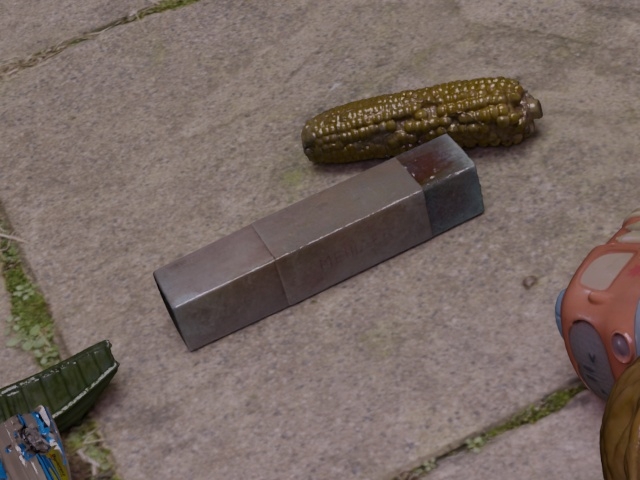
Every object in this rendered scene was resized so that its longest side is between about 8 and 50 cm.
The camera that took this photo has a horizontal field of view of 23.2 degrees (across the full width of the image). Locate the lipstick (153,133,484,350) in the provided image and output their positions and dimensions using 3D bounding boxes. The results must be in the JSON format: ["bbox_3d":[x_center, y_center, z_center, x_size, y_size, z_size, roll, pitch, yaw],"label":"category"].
[{"bbox_3d":[0.000,0.000,1.734,0.371,0.076,0.080,-25,42,-10],"label":"lipstick"}]

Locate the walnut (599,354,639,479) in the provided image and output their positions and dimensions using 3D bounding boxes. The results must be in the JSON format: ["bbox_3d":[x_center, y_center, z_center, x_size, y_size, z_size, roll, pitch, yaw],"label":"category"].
[{"bbox_3d":[0.320,0.172,1.204,0.228,0.228,0.228,-10,40,8],"label":"walnut"}]

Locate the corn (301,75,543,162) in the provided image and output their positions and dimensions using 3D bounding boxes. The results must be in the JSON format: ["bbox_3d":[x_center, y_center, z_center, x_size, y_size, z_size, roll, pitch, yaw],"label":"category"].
[{"bbox_3d":[0.118,-0.141,1.851,0.288,0.086,0.086,-8,41,13],"label":"corn"}]

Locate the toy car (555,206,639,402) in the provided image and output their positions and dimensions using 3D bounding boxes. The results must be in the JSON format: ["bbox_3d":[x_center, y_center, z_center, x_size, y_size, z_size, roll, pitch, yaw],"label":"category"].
[{"bbox_3d":[0.340,0.062,1.479,0.212,0.180,0.270,10,44,44],"label":"toy car"}]

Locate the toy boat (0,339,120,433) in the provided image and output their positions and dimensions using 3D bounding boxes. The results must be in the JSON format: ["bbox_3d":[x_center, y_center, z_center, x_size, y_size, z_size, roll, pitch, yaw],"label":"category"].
[{"bbox_3d":[-0.344,0.197,1.646,0.293,0.055,0.093,-25,40,-8],"label":"toy boat"}]

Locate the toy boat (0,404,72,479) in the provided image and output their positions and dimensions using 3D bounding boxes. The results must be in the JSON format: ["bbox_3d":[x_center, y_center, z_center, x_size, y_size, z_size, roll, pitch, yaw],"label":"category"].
[{"bbox_3d":[-0.271,0.259,1.533,0.084,0.066,0.210,-41,59,13],"label":"toy boat"}]
